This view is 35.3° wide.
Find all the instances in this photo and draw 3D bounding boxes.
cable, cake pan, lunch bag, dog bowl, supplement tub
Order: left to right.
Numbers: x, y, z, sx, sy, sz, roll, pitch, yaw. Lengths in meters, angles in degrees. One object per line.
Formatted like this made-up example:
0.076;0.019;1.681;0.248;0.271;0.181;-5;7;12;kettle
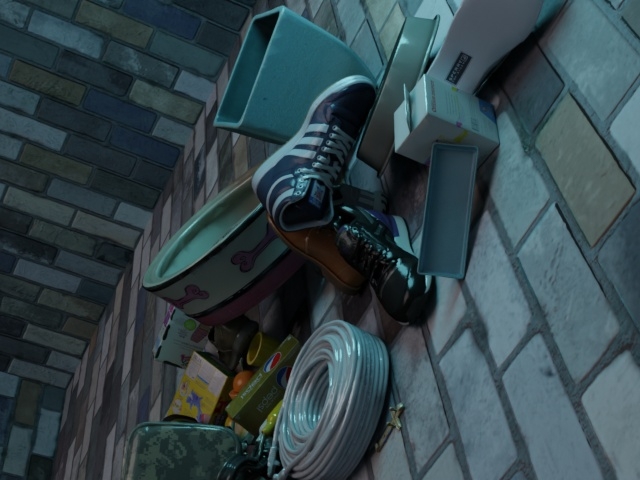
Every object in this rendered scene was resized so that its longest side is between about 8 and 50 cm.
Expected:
-0.230;0.467;1.755;0.256;0.213;0.305;93;178;-73;lunch bag
-0.214;0.223;2.261;0.107;0.071;0.071;-61;21;24;supplement tub
-0.153;0.004;1.994;0.408;0.150;0.408;-37;17;13;dog bowl
-0.113;0.361;1.672;0.287;0.072;0.139;-25;-41;-59;cable
0.017;0.254;1.576;0.257;0.089;0.257;-39;35;54;cable
0.127;-0.251;1.709;0.293;0.054;0.293;-161;90;-89;cake pan

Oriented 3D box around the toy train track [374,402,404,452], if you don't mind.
0.096;0.270;1.456;0.083;0.014;0.048;-64;20;18;toy train track

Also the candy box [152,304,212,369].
-0.274;0.185;2.327;0.233;0.159;0.071;-67;17;4;candy box

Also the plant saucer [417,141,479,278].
0.182;-0.042;1.431;0.018;0.067;0.192;45;-128;-78;plant saucer

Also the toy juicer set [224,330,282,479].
-0.151;0.352;1.931;0.209;0.089;0.329;-52;26;41;toy juicer set

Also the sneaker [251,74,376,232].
0.008;-0.134;1.668;0.282;0.099;0.153;-46;39;17;sneaker

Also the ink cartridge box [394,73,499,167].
0.176;-0.169;1.483;0.090;0.143;0.092;-52;25;41;ink cartridge box

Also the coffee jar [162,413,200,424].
-0.263;0.430;2.073;0.184;0.096;0.079;34;101;51;coffee jar

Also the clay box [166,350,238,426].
-0.265;0.369;2.202;0.127;0.053;0.222;30;102;40;clay box

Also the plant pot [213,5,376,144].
-0.038;-0.298;2.030;0.247;0.252;0.247;-69;20;0;plant pot

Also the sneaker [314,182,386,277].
0.011;-0.029;1.807;0.228;0.132;0.086;-53;25;40;sneaker

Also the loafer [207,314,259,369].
-0.183;0.197;2.092;0.094;0.087;0.251;-52;-5;-23;loafer

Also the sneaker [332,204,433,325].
0.081;0.034;1.566;0.107;0.124;0.283;-63;20;19;sneaker

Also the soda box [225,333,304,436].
-0.086;0.259;1.806;0.181;0.058;0.061;-50;19;-5;soda box

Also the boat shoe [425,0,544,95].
0.240;-0.297;1.515;0.301;0.108;0.102;-61;-2;36;boat shoe

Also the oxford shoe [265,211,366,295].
0.000;0.000;1.740;0.076;0.212;0.076;-56;-9;26;oxford shoe
